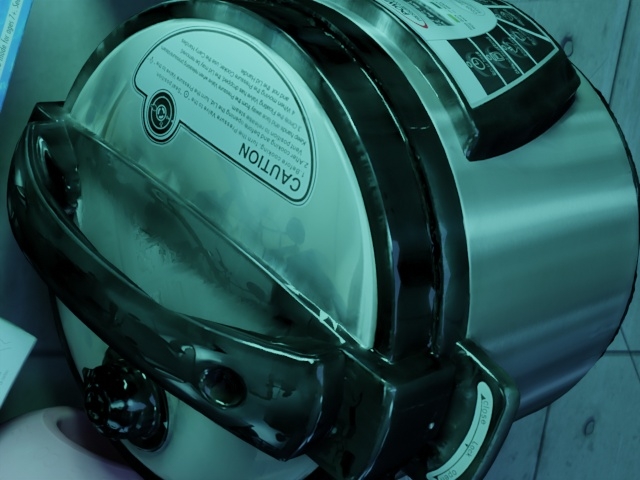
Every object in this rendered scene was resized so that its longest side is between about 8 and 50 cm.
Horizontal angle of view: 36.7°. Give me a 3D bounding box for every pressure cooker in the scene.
[{"bbox_3d":[-0.001,0.006,0.711,0.420,0.370,0.375,-9,84,-47],"label":"pressure cooker"}]

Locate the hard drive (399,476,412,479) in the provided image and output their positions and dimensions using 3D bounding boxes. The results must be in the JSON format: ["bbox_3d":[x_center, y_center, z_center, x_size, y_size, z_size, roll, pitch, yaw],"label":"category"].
[{"bbox_3d":[0.001,0.292,0.903,0.237,0.064,0.339,-13,76,-37],"label":"hard drive"}]

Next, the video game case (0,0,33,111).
[{"bbox_3d":[-0.276,-0.159,0.521,0.244,0.061,0.269,27,69,-47],"label":"video game case"}]

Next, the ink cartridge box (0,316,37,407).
[{"bbox_3d":[-0.371,0.061,0.617,0.332,0.065,0.165,33,78,-28],"label":"ink cartridge box"}]

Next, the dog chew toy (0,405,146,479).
[{"bbox_3d":[-0.224,0.302,0.746,0.206,0.206,0.332,20,95,-42],"label":"dog chew toy"}]
